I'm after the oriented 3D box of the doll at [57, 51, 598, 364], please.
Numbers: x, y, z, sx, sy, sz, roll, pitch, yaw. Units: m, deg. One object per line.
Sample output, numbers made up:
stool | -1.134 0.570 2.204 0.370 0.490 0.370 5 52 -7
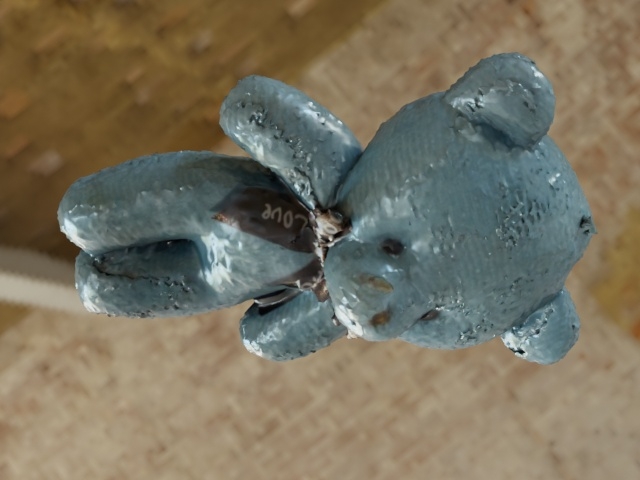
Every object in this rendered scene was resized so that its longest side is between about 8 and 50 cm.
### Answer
doll | 0.001 0.003 0.651 0.179 0.075 0.120 -8 -53 5
